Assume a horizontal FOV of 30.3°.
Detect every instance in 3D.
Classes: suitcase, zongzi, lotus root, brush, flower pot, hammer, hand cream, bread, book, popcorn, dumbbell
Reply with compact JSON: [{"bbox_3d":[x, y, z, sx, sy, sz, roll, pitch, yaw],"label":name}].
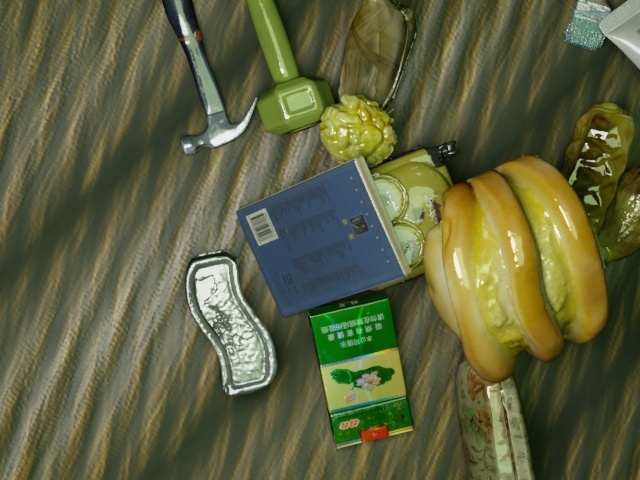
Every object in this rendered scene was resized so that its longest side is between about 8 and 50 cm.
[{"bbox_3d":[0.130,-0.036,1.854,0.234,0.143,0.194,-22,93,-4],"label":"suitcase"},{"bbox_3d":[0.077,-0.288,1.821,0.099,0.197,0.195,17,93,12],"label":"zongzi"},{"bbox_3d":[0.497,-0.033,1.915,0.108,0.094,0.191,38,96,15],"label":"lotus root"},{"bbox_3d":[0.453,-0.411,1.938,0.070,0.021,0.196,16,87,-4],"label":"brush"},{"bbox_3d":[-0.142,0.127,1.854,0.103,0.108,0.229,-22,94,-5],"label":"flower pot"},{"bbox_3d":[-0.190,-0.292,1.876,0.137,0.037,0.290,-17,93,-4],"label":"hammer"},{"bbox_3d":[0.600,-0.273,1.925,0.139,0.089,0.314,-39,86,-5],"label":"hand cream"},{"bbox_3d":[0.427,-0.094,1.901,0.087,0.098,0.270,21,88,-16],"label":"bread"},{"bbox_3d":[0.000,0.000,1.815,0.269,0.025,0.191,-21,94,41],"label":"book"},{"bbox_3d":[0.291,0.046,1.732,0.270,0.211,0.316,-24,109,-23],"label":"bread"},{"bbox_3d":[0.055,-0.165,1.814,0.120,0.106,0.116,2,80,-19],"label":"popcorn"},{"bbox_3d":[-0.074,-0.316,1.849,0.121,0.108,0.302,-20,92,-6],"label":"dumbbell"}]

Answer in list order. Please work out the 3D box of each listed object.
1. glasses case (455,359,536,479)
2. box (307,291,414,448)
[{"bbox_3d":[0.288,0.393,1.868,0.098,0.156,0.426,-10,92,-11],"label":"glasses case"},{"bbox_3d":[0.065,0.208,1.879,0.132,0.034,0.235,-12,108,-5],"label":"box"}]
